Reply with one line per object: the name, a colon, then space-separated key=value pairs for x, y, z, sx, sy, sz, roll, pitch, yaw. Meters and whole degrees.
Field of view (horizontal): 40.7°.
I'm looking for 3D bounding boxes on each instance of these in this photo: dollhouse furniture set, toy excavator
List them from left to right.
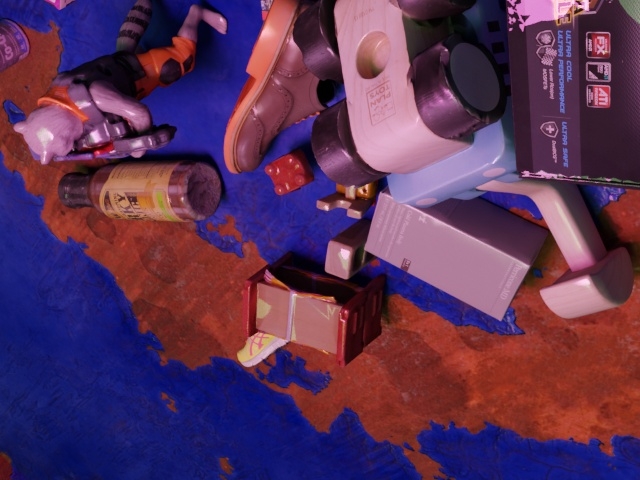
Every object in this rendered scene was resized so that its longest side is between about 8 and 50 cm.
dollhouse furniture set: x=0.000 y=0.000 z=1.419 sx=0.201 sy=0.152 sz=0.374 roll=16 pitch=115 yaw=24
toy excavator: x=0.223 y=-0.125 z=1.096 sx=0.222 sy=0.445 sz=0.433 roll=-25 pitch=68 yaw=46

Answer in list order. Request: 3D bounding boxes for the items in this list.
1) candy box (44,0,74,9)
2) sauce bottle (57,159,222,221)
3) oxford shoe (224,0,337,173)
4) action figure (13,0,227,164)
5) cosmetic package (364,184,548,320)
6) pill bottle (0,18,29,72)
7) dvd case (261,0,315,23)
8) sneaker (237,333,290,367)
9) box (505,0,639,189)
candy box: x=-0.481 y=-0.493 z=1.361 sx=0.233 sy=0.071 sz=0.159 roll=31 pitch=137 yaw=10
sauce bottle: x=-0.340 y=-0.090 z=1.577 sx=0.344 sy=0.111 sz=0.111 roll=2 pitch=126 yaw=35
oxford shoe: x=-0.055 y=-0.202 z=1.276 sx=0.132 sy=0.130 sz=0.364 roll=21 pitch=147 yaw=-6
action figure: x=-0.334 y=-0.225 z=1.292 sx=0.341 sy=0.330 sz=0.178 roll=-4 pitch=124 yaw=36
cosmetic package: x=0.200 y=0.001 z=1.284 sx=0.238 sy=0.107 sz=0.127 roll=28 pitch=134 yaw=16
pill bottle: x=-0.590 y=-0.329 z=1.525 sx=0.078 sy=0.137 sz=0.078 roll=19 pitch=134 yaw=21
dvd case: x=-0.047 y=-0.344 z=1.228 sx=0.087 sy=0.013 sz=0.119 roll=15 pitch=133 yaw=24
sneaker: x=-0.106 y=0.171 z=1.666 sx=0.094 sy=0.081 sz=0.208 roll=49 pitch=131 yaw=0
box: x=0.325 y=-0.183 z=0.797 sx=0.293 sy=0.073 sz=0.295 roll=10 pitch=129 yaw=28
